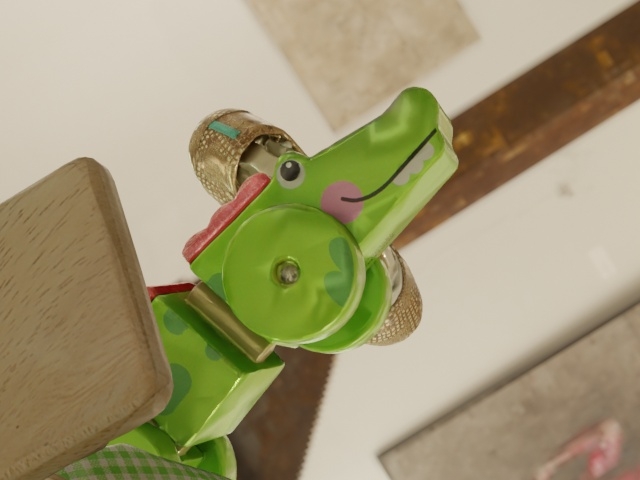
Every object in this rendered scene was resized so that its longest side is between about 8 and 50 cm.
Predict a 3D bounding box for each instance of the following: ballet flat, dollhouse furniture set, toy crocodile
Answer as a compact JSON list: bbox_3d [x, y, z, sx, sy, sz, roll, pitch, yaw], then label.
[{"bbox_3d":[0.000,0.000,1.011,0.206,0.073,0.067,42,168,-24],"label":"ballet flat"},{"bbox_3d":[0.000,0.116,0.440,0.301,0.151,0.198,36,-151,-55],"label":"dollhouse furniture set"},{"bbox_3d":[-0.058,0.054,0.812,0.105,0.340,0.115,43,-172,13],"label":"toy crocodile"}]
